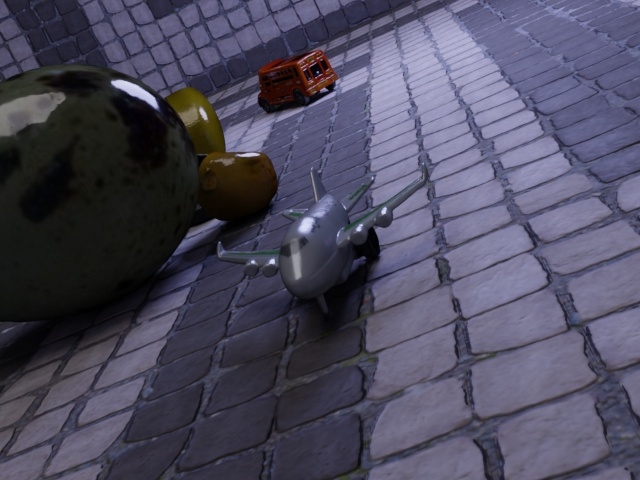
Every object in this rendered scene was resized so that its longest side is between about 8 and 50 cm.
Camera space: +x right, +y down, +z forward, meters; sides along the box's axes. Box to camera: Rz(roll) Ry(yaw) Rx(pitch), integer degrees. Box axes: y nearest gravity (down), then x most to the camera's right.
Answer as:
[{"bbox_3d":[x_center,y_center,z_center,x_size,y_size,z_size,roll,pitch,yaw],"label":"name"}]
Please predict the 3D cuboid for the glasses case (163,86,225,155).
[{"bbox_3d":[-0.292,-0.245,2.013,0.141,0.173,0.371,-31,16,-4],"label":"glasses case"}]

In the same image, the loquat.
[{"bbox_3d":[-0.130,-0.090,1.418,0.137,0.112,0.137,-23,-6,-2],"label":"loquat"}]

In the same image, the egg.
[{"bbox_3d":[-0.377,-0.058,1.279,0.428,0.345,0.345,-35,18,-10],"label":"egg"}]

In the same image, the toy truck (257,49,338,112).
[{"bbox_3d":[-0.072,-0.400,2.270,0.107,0.114,0.253,-36,20,-27],"label":"toy truck"}]

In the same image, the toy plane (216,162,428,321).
[{"bbox_3d":[0.002,0.004,0.950,0.251,0.101,0.255,-21,21,15],"label":"toy plane"}]

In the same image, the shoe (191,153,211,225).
[{"bbox_3d":[-0.202,-0.109,1.612,0.108,0.093,0.241,-24,18,12],"label":"shoe"}]
